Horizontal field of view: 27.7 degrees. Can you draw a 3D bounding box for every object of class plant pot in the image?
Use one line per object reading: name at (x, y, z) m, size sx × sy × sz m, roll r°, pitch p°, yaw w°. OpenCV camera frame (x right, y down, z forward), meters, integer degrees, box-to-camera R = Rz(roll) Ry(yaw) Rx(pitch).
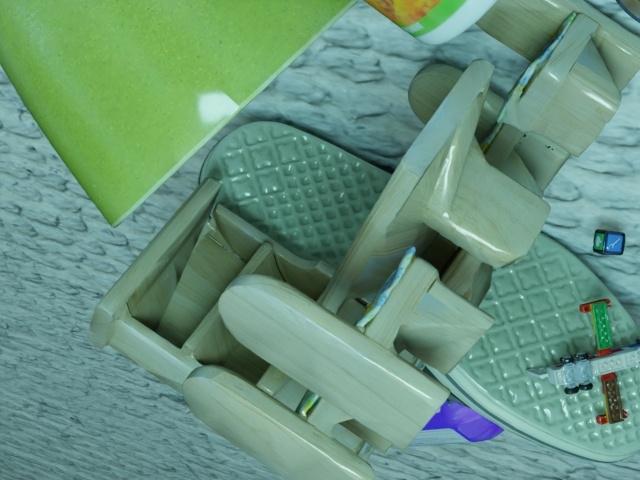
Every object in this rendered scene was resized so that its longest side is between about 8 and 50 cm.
plant pot at (-0.155, -0.207, 0.966) m, size 0.293 × 0.275 × 0.275 m, roll 46°, pitch 151°, yaw -6°

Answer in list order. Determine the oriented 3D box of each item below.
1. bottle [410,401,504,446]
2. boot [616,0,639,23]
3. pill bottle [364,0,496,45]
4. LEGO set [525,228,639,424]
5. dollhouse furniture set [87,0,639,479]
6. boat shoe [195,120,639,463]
bottle at (0.172, 0.172, 1.490) m, size 0.092 × 0.118 × 0.283 m, roll 38°, pitch 150°, yaw -23°
boot at (0.299, -0.151, 0.827) m, size 0.219 × 0.082 × 0.106 m, roll 26°, pitch 156°, yaw 4°
pill bottle at (0.016, -0.248, 0.833) m, size 0.246 × 0.136 × 0.136 m, roll 34°, pitch 153°, yaw -16°
LEGO set at (0.311, 0.098, 1.186) m, size 0.244 × 0.182 × 0.060 m, roll 37°, pitch 174°, yaw -16°
dollhouse furniture set at (0.000, 0.000, 0.994) m, size 0.256 × 0.362 × 0.394 m, roll 33°, pitch 145°, yaw 4°
boat shoe at (0.104, 0.055, 1.275) m, size 0.500 × 0.186 × 0.156 m, roll 29°, pitch 159°, yaw 5°
